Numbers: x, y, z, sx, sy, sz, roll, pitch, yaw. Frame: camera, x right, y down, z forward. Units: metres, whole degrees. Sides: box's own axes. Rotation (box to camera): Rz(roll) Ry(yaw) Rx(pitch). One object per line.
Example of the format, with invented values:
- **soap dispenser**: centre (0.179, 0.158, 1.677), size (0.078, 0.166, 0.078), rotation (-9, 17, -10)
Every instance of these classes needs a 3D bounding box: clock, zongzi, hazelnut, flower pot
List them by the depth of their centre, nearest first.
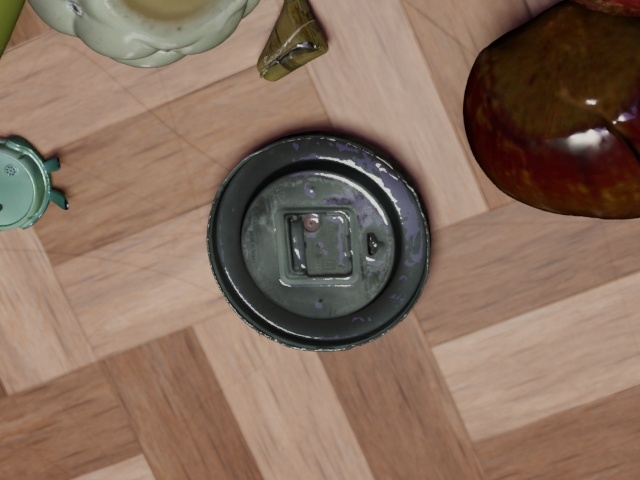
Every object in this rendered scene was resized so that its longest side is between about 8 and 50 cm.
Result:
- **flower pot**: centre (-0.157, -0.276, 1.614), size (0.246, 0.195, 0.246), rotation (-8, 115, -18)
- **hazelnut**: centre (0.252, -0.120, 1.634), size (0.233, 0.218, 0.218), rotation (7, 108, 28)
- **zongzi**: centre (-0.040, -0.204, 1.731), size (0.076, 0.040, 0.083), rotation (-28, 88, 23)
- **clock**: centre (0.000, 0.000, 1.776), size (0.226, 0.049, 0.226), rotation (2, 107, 8)
- **clock**: centre (-0.320, -0.057, 1.816), size (0.135, 0.041, 0.101), rotation (-5, 105, 11)

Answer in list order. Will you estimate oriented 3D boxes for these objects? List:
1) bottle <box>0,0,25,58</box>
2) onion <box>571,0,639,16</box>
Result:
- **bottle**: centre (-0.323, -0.281, 1.716), size (0.112, 0.112, 0.260), rotation (27, 108, 1)
- **onion**: centre (0.270, -0.326, 1.509), size (0.276, 0.276, 0.276), rotation (3, 106, 9)
